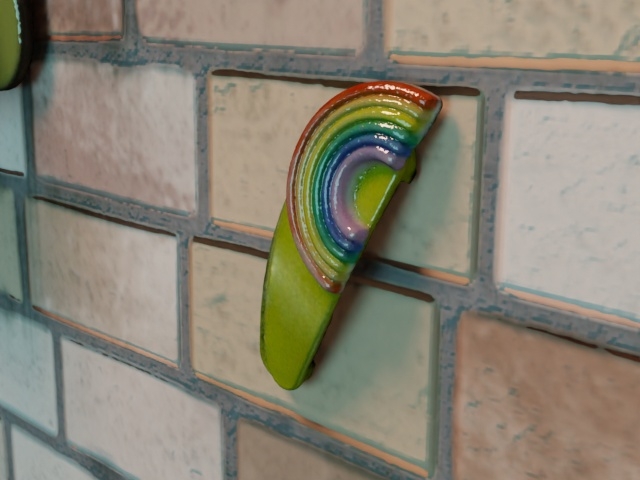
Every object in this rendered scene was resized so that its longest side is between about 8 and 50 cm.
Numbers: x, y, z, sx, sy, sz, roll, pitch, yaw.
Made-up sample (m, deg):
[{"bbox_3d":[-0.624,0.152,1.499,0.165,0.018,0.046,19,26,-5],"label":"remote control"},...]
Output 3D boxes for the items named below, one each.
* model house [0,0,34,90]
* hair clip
[{"bbox_3d":[-0.361,-0.184,0.632,0.218,0.279,0.205,3,103,46],"label":"model house"},{"bbox_3d":[0.000,0.000,0.480,0.060,0.033,0.188,42,126,32],"label":"hair clip"}]
